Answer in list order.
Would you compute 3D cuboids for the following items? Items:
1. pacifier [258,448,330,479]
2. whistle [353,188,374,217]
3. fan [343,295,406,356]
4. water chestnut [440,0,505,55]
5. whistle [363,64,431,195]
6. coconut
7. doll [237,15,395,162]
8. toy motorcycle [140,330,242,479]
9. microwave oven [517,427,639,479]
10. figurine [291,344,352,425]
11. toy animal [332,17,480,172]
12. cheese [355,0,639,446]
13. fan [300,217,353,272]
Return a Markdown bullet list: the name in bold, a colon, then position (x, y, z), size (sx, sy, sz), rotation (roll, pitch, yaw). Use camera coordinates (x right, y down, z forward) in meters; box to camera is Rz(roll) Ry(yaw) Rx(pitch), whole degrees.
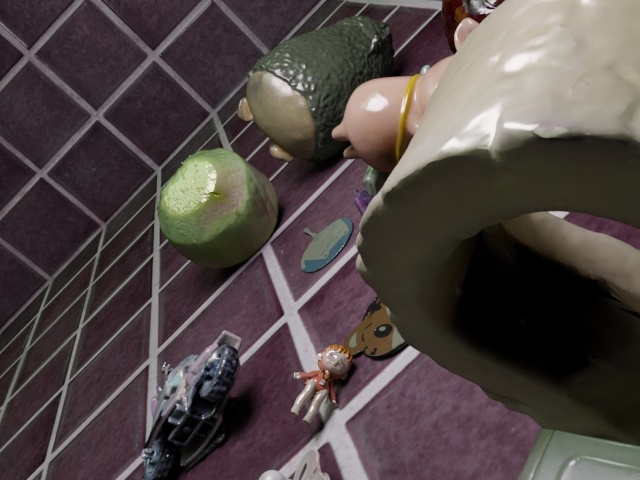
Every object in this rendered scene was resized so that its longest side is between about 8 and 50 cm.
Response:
- **pacifier**: position (-0.027, 0.253, 0.729), size (0.082, 0.078, 0.099), rotation (-65, 20, 11)
- **whistle**: position (0.077, -0.041, 1.106), size (0.033, 0.033, 0.176), rotation (-42, 22, 10)
- **fan**: position (0.115, 0.080, 0.856), size (0.153, 0.008, 0.226), rotation (-54, 22, -20)
- **water chestnut**: position (0.277, -0.346, 1.022), size (0.223, 0.238, 0.224), rotation (-5, 61, 8)
- **whistle**: position (0.134, -0.172, 1.137), size (0.105, 0.102, 0.253), rotation (-9, 40, 53)
- **coconut**: position (-0.191, -0.062, 1.411), size (0.204, 0.236, 0.236), rotation (-11, 34, 18)
- **doll**: position (0.006, -0.310, 1.463), size (0.349, 0.247, 0.247), rotation (-47, 20, -27)
- **toy motorcycle**: position (-0.183, 0.208, 1.046), size (0.239, 0.108, 0.204), rotation (-40, 22, 16)
- **microwave oven**: position (0.158, 0.222, 0.366), size (0.163, 0.129, 0.205), rotation (-4, 47, 57)
- **figurine**: position (-0.001, 0.167, 0.857), size (0.109, 0.064, 0.047), rotation (-52, -1, -40)
- **toy animal**: position (0.137, -0.162, 0.992), size (0.247, 0.165, 0.149), rotation (-18, 58, 18)
- **cheese**: position (0.201, 0.010, 0.437), size (0.153, 0.332, 0.292), rotation (-59, -2, -29)
- **fan**: position (0.000, 0.000, 1.212), size (0.113, 0.005, 0.175), rotation (-48, 23, -3)
